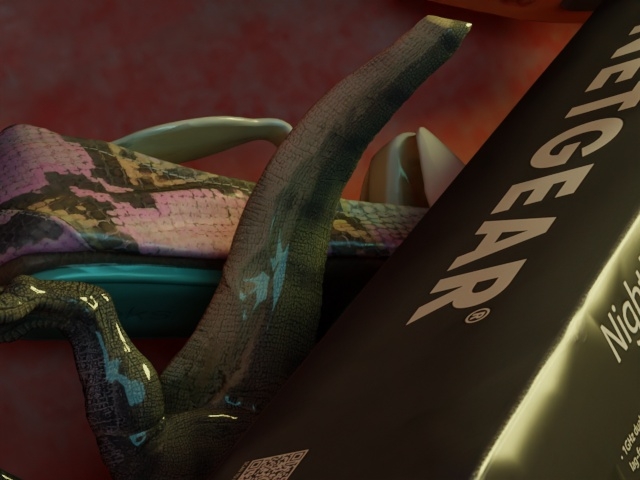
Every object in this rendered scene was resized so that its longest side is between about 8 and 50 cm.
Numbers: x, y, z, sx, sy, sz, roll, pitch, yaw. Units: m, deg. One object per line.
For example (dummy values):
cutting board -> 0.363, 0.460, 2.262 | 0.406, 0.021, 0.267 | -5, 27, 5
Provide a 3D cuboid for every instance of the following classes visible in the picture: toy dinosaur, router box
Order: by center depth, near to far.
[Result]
router box -> 0.113, 0.082, 0.489 | 0.309, 0.081, 0.243 | -47, 116, -50
toy dinosaur -> -0.047, 0.061, 0.490 | 0.118, 0.064, 0.268 | 9, 100, -15

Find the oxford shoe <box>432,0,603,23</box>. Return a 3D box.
oxford shoe -> -0.024, -0.169, 0.579 | 0.364, 0.130, 0.132 | 11, 54, -30

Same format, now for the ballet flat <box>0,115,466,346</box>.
ballet flat -> 0.000, 0.000, 0.559 | 0.221, 0.077, 0.079 | 9, 60, -21
